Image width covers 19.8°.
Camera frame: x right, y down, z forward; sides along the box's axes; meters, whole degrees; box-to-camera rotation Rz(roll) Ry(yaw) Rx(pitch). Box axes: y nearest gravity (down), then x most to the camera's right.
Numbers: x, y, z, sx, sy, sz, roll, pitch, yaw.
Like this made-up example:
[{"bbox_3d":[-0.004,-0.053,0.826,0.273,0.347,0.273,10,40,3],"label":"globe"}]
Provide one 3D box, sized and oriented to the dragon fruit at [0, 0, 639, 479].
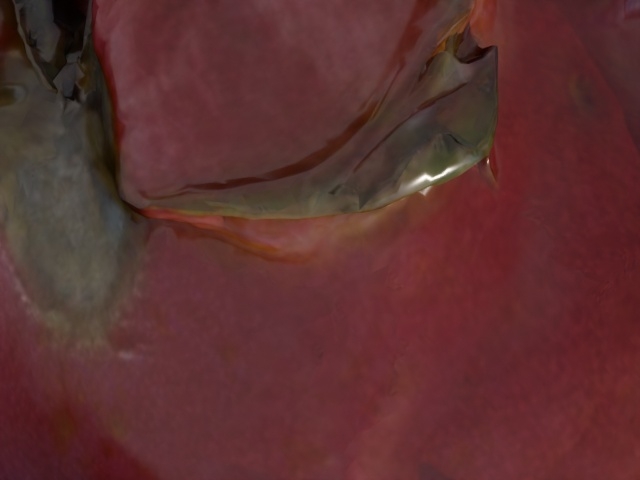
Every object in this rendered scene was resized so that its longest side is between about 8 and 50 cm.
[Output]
[{"bbox_3d":[0.000,0.000,0.478,0.306,0.226,0.305,-4,-103,20],"label":"dragon fruit"}]
